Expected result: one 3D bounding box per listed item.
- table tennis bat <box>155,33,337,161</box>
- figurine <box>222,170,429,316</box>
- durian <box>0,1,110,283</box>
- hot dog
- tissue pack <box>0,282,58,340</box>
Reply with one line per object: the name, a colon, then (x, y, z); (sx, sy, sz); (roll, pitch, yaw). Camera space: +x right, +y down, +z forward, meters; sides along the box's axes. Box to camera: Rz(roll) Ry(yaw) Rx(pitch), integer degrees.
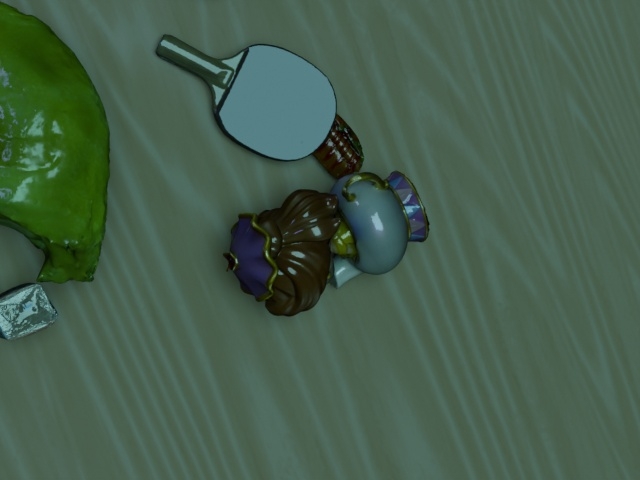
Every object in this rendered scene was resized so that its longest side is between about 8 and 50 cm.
table tennis bat: (-0.097, -0.195, 1.861); (0.247, 0.022, 0.138); (27, 94, -6)
figurine: (0.000, 0.000, 1.846); (0.263, 0.142, 0.189); (-21, 135, -17)
durian: (-0.370, -0.125, 1.714); (0.256, 0.204, 0.339); (6, 88, -4)
hot dog: (0.004, -0.144, 1.901); (0.062, 0.038, 0.144); (-39, 100, -12)
tissue pack: (-0.365, 0.086, 1.769); (0.074, 0.094, 0.058); (-24, 96, -16)
